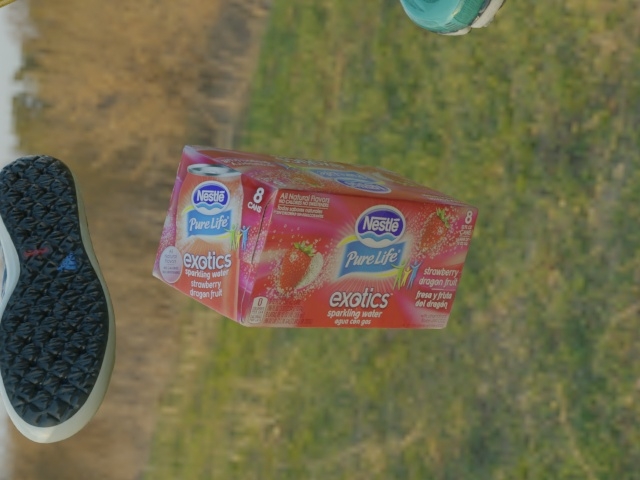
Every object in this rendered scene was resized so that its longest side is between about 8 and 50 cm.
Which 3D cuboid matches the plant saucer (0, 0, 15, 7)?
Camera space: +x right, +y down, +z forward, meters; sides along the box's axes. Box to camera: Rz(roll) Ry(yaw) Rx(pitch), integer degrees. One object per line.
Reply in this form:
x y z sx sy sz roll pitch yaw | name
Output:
-0.074 -0.186 0.660 0.081 0.333 0.333 62 163 -4 | plant saucer

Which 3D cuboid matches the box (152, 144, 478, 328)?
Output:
0.000 0.000 1.371 0.128 0.257 0.122 26 105 43 | box

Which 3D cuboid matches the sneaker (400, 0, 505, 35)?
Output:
0.042 -0.253 0.930 0.107 0.110 0.275 -8 96 45 | sneaker

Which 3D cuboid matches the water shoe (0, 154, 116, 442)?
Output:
-0.163 0.042 0.985 0.080 0.073 0.203 90 173 -57 | water shoe
